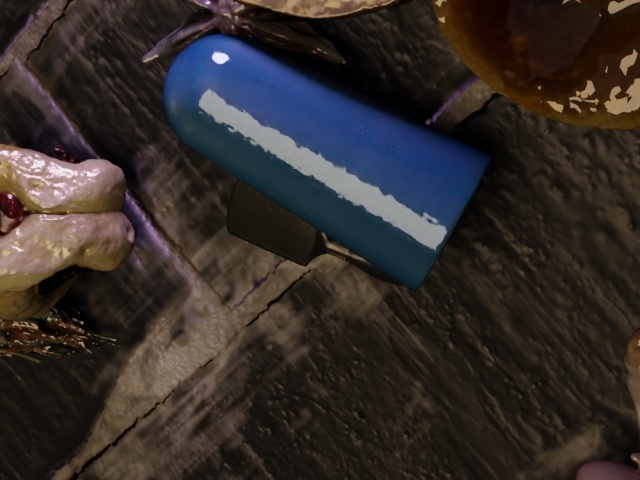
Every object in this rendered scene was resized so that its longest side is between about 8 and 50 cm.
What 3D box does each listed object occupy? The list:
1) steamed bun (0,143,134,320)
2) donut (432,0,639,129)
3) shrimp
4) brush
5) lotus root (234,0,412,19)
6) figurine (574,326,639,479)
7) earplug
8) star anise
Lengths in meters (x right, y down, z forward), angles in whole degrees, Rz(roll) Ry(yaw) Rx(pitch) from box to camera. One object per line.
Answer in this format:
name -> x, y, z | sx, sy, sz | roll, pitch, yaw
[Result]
steamed bun -> -0.253, -0.018, 1.740 | 0.155, 0.141, 0.172 | -9, 80, 13
donut -> 0.231, -0.254, 1.385 | 0.330, 0.160, 0.330 | 5, 108, 16
shrimp -> -0.297, 0.078, 1.836 | 0.233, 0.079, 0.090 | 10, 117, 20
brush -> 0.000, 0.000, 1.676 | 0.193, 0.016, 0.063 | 25, 118, 20
lotus root -> 0.029, -0.266, 1.496 | 0.261, 0.074, 0.170 | -22, 86, 17
figurine -> 0.256, 0.220, 1.489 | 0.218, 0.206, 0.365 | 40, 124, 42
earplug -> -0.006, -0.080, 1.543 | 0.273, 0.132, 0.132 | 29, 120, 1
star anise -> -0.061, -0.189, 1.614 | 0.180, 0.061, 0.204 | 50, 121, 10
